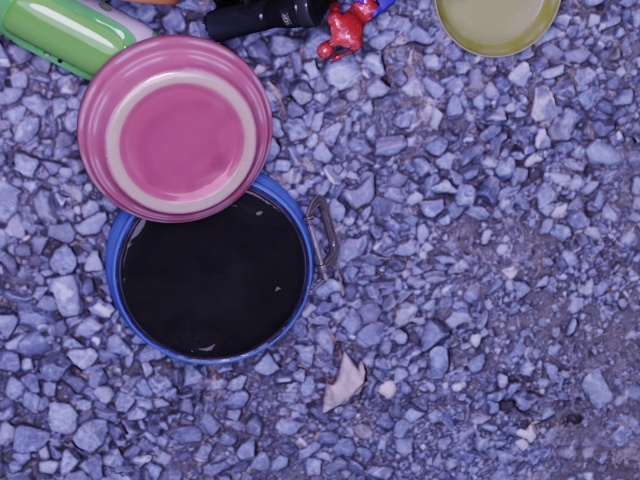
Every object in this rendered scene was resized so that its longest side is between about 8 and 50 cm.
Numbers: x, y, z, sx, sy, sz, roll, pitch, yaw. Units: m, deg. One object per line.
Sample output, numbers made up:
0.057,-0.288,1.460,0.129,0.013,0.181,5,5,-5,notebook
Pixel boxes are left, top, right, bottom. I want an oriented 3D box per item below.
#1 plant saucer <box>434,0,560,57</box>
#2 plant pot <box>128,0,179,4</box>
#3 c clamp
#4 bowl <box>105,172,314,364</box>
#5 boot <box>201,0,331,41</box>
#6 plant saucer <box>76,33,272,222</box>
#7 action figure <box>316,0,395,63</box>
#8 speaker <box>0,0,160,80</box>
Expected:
0.318,-0.455,1.959,0.241,0.037,0.241,-3,108,-9,plant saucer
-0.310,-0.486,1.700,0.291,0.291,0.203,5,105,-12,plant pot
0.000,0.000,1.998,0.022,0.137,0.160,-6,105,29,c clamp
-0.200,0.049,1.998,0.391,0.077,0.391,-3,107,-9,bowl
-0.076,-0.432,1.851,0.207,0.246,0.094,-2,131,25,boot
-0.238,-0.175,1.812,0.332,0.084,0.332,-7,115,-14,plant saucer
0.075,-0.414,1.910,0.091,0.139,0.280,48,71,-17,action figure
-0.419,-0.359,1.809,0.296,0.131,0.131,26,100,-17,speaker
